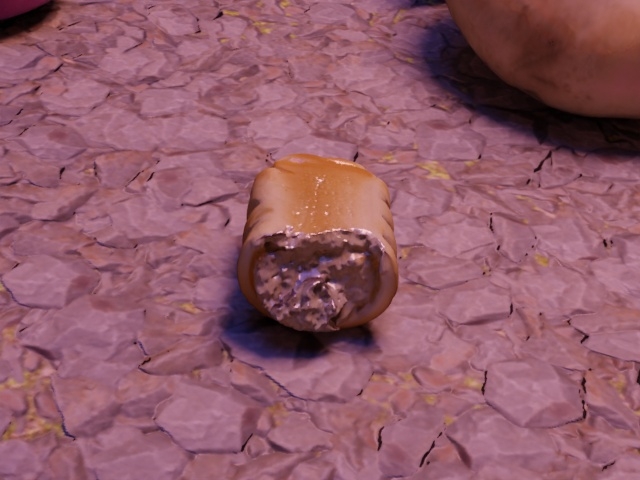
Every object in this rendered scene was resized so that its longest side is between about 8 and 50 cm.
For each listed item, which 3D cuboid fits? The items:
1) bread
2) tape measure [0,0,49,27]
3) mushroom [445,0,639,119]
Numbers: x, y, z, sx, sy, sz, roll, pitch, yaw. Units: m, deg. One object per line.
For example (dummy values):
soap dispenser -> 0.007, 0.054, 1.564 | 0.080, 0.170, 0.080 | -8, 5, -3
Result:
bread -> 0.000, 0.000, 0.982 | 0.119, 0.084, 0.177 | 7, 35, -1
tape measure -> -0.378, -0.310, 1.323 | 0.245, 0.149, 0.231 | 23, 41, 35
mushroom -> 0.302, -0.306, 1.231 | 0.325, 0.353, 0.353 | -8, 37, -31
